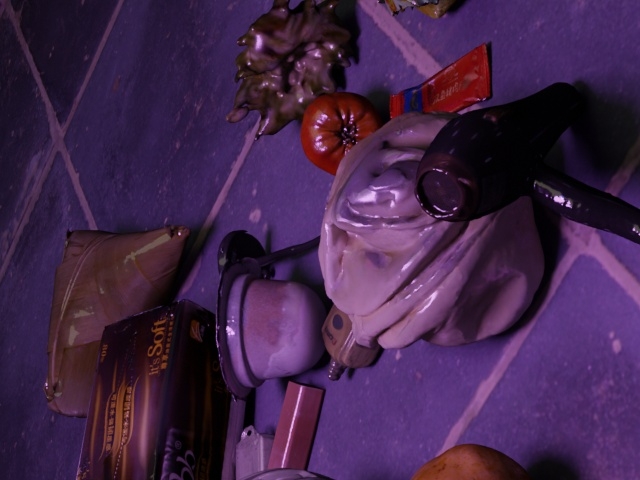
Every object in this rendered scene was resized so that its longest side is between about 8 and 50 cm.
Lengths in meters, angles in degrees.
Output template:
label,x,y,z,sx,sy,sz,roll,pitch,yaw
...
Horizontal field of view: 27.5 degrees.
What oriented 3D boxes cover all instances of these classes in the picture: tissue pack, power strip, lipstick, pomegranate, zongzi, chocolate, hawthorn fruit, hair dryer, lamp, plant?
label,x,y,z,sx,sy,sz,roll,pitch,yaw
tissue pack,-0.232,0.294,2.000,0.210,0.198,0.370,-20,53,40
power strip,0.091,0.023,1.766,0.388,0.066,0.092,-66,30,16
lipstick,-0.037,0.279,1.883,0.045,0.045,0.145,10,86,60
pomegranate,0.165,0.326,1.409,0.196,0.196,0.196,-29,54,50
zongzi,-0.364,0.189,2.323,0.418,0.181,0.447,-10,72,55
chocolate,-0.062,0.123,1.889,0.221,0.147,0.221,-6,-90,-84
hawthorn fruit,0.024,-0.154,1.888,0.140,0.125,0.125,12,88,47
hair dryer,0.299,-0.051,1.402,0.359,0.303,0.120,30,126,26
lamp,-0.033,-0.009,1.930,0.371,0.108,0.130,-25,54,52
plant,-0.084,-0.318,2.094,0.251,0.180,0.333,-54,33,13
power strip,-0.087,0.406,1.906,0.078,0.052,0.272,-34,50,48

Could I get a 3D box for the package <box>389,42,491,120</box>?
label,x,y,z,sx,sy,sz,roll,pitch,yaw
package,0.160,-0.196,1.785,0.200,0.022,0.083,-25,57,50

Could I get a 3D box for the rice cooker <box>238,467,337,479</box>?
label,x,y,z,sx,sy,sz,roll,pitch,yaw
rice cooker,-0.012,0.425,1.561,0.277,0.288,0.288,10,87,60

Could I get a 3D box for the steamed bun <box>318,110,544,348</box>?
label,x,y,z,sx,sy,sz,roll,pitch,yaw
steamed bun,0.113,-0.015,1.552,0.268,0.207,0.280,-14,64,30

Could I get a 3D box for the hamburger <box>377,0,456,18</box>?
label,x,y,z,sx,sy,sz,roll,pitch,yaw
hamburger,0.158,-0.390,1.776,0.214,0.125,0.235,-64,29,29
